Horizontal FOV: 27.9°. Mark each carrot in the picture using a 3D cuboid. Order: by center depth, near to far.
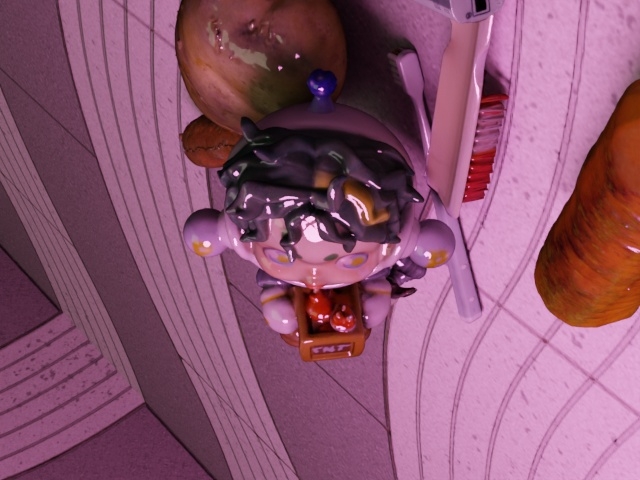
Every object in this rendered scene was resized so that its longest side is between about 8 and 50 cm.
[{"bbox_3d":[0.245,-0.027,0.975,0.114,0.114,0.302,50,162,15],"label":"carrot"}]

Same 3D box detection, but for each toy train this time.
[{"bbox_3d":[0.070,-0.236,1.079,0.252,0.055,0.048,44,155,56],"label":"toy train"}]

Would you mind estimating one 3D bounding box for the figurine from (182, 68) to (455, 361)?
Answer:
[{"bbox_3d":[-0.003,0.002,1.296,0.382,0.261,0.186,88,170,-58],"label":"figurine"}]

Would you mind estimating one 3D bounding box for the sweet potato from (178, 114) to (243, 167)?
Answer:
[{"bbox_3d":[-0.100,-0.129,1.610,0.273,0.075,0.075,2,124,61],"label":"sweet potato"}]

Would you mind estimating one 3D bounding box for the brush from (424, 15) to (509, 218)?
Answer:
[{"bbox_3d":[0.136,-0.153,1.104,0.321,0.050,0.060,93,156,-46],"label":"brush"}]

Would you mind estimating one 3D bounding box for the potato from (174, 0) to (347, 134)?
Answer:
[{"bbox_3d":[-0.065,-0.196,1.345,0.192,0.141,0.296,39,158,-3],"label":"potato"}]

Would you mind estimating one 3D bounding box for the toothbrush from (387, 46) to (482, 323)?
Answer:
[{"bbox_3d":[0.121,-0.047,1.317,0.030,0.025,0.342,38,153,52],"label":"toothbrush"}]
